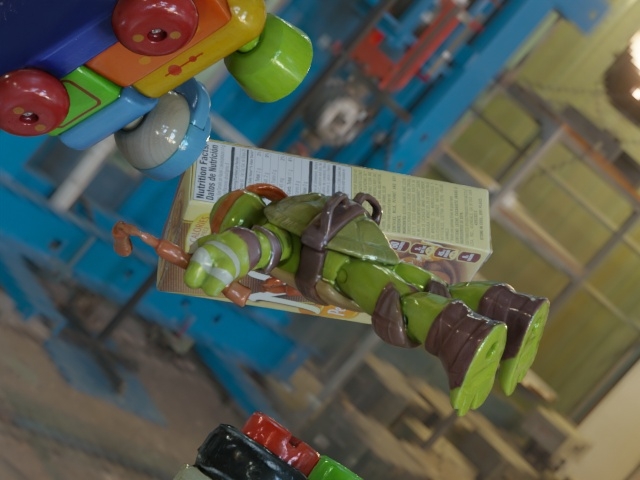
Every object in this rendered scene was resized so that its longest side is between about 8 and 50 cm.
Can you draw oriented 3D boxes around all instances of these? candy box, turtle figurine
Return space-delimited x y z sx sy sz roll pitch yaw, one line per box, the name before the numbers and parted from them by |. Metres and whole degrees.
candy box | 0.000 0.000 1.593 0.316 0.183 0.088 9 56 -12
turtle figurine | 0.020 0.017 0.874 0.217 0.087 0.269 25 4 22

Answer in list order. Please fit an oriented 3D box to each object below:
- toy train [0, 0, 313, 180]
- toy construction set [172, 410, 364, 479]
toy train | -0.052 -0.122 0.788 0.143 0.248 0.105 33 38 -45
toy construction set | 0.038 0.173 0.546 0.327 0.151 0.215 9 -23 35
